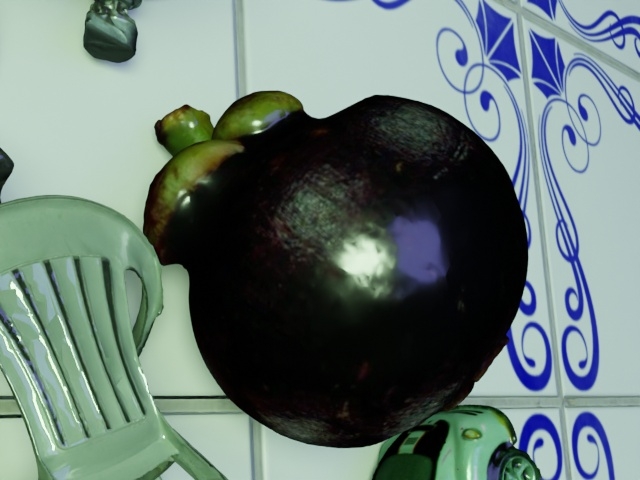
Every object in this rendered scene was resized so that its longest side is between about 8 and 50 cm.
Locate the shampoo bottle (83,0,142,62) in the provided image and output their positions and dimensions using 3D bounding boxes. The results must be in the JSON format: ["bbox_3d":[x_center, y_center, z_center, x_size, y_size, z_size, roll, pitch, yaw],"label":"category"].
[{"bbox_3d":[-0.143,-0.280,0.730,0.098,0.071,0.310,22,65,-47],"label":"shampoo bottle"}]

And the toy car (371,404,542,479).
[{"bbox_3d":[0.101,0.291,0.800,0.125,0.136,0.306,9,73,-33],"label":"toy car"}]

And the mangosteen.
[{"bbox_3d":[0.000,0.000,0.701,0.302,0.275,0.275,38,42,11],"label":"mangosteen"}]

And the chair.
[{"bbox_3d":[-0.131,0.139,0.543,0.203,0.190,0.275,-18,64,-50],"label":"chair"}]

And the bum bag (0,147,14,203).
[{"bbox_3d":[-0.295,-0.092,0.444,0.340,0.144,0.095,35,52,-37],"label":"bum bag"}]
